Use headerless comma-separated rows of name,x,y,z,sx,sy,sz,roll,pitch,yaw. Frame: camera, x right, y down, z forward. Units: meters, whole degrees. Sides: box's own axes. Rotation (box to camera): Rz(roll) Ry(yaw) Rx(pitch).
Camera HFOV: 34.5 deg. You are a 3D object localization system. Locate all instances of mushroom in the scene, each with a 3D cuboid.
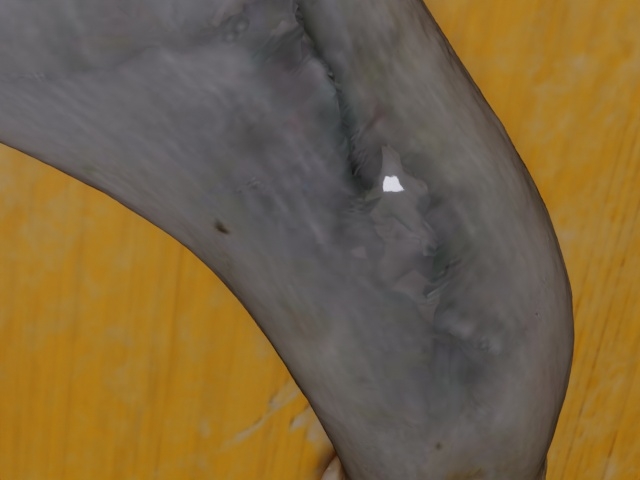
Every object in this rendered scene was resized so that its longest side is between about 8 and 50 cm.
mushroom,0.000,0.001,0.402,0.177,0.126,0.397,-33,115,15
